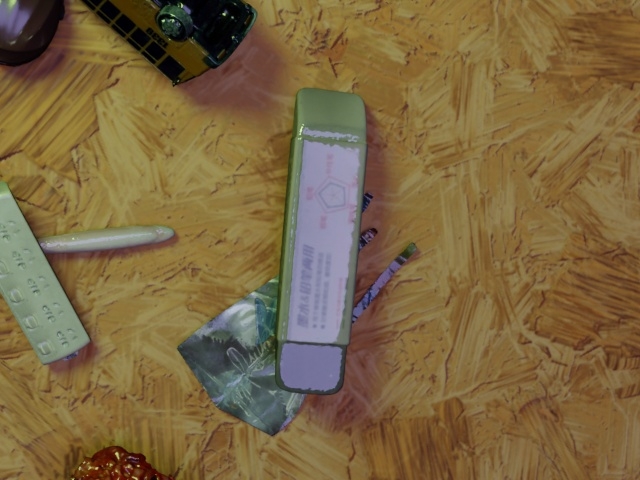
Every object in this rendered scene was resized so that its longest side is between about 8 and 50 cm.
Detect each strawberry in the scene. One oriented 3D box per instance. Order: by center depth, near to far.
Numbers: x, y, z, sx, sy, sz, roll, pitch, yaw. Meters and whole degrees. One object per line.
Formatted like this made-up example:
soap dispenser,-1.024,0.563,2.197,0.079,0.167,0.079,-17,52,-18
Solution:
strawberry,-0.219,0.331,1.179,0.186,0.184,0.202,-24,75,-6

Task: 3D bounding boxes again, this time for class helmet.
helmet,-0.320,-0.244,1.105,0.098,0.070,0.123,18,94,-17

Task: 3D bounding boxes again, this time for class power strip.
power strip,-0.324,0.032,1.144,0.060,0.027,0.253,-27,115,-9

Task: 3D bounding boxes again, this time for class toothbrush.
toothbrush,-0.315,0.006,1.171,0.307,0.029,0.025,-6,104,-17

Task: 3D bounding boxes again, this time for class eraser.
eraser,0.000,0.000,1.219,0.089,0.061,0.352,5,92,-11

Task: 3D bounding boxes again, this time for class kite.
kite,-0.012,0.093,1.273,0.310,0.015,0.169,-41,108,-5

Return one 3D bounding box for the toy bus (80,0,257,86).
toy bus,-0.179,-0.262,1.116,0.201,0.114,0.098,41,58,-17
